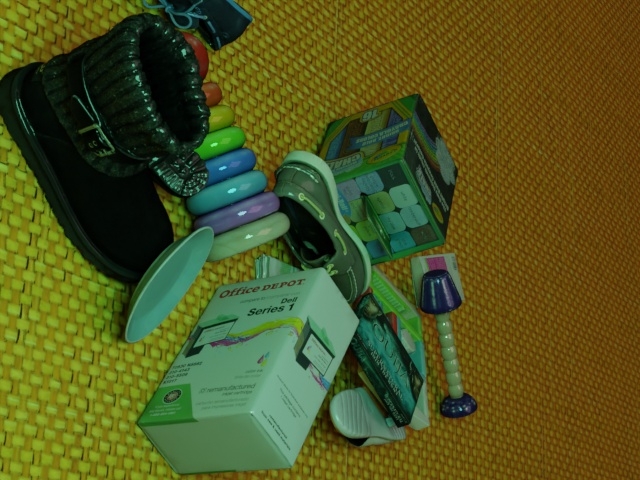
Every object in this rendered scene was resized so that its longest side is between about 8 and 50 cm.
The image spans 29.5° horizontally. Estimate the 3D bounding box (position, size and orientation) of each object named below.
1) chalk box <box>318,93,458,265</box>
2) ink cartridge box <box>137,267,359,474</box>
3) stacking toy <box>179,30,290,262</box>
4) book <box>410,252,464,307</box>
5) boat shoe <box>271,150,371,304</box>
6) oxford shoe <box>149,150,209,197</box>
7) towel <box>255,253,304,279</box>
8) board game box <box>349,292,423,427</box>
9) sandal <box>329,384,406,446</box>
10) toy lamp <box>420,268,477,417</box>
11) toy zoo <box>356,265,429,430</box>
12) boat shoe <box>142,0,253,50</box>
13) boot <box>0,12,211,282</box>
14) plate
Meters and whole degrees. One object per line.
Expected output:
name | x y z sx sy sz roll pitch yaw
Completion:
chalk box | 0.102 -0.080 2.013 0.180 0.179 0.289 60 27 -27
ink cartridge box | -0.093 0.179 1.683 0.117 0.201 0.278 58 40 -28
stacking toy | -0.164 -0.142 1.757 0.141 0.141 0.330 -26 95 -55
book | 0.225 0.074 2.323 0.144 0.035 0.096 -3 80 -56
boat shoe | -0.004 0.000 1.906 0.091 0.109 0.305 -61 143 -36
oxford shoe | -0.249 -0.148 1.669 0.083 0.096 0.227 -36 95 -18
towel | -0.054 0.093 1.928 0.152 0.023 0.113 25 63 -52
board game box | 0.104 0.191 1.959 0.186 0.026 0.126 59 27 -18
sandal | 0.057 0.286 1.981 0.265 0.076 0.102 17 53 -61
toy lamp | 0.234 0.187 2.231 0.080 0.080 0.275 -37 120 -53
toy zoo | 0.122 0.191 2.073 0.192 0.030 0.293 47 29 -37
boat shoe | -0.184 -0.340 1.766 0.109 0.089 0.258 45 8 34
boot | -0.226 -0.101 1.519 0.348 0.260 0.131 58 40 -28
plate | -0.207 0.054 1.620 0.024 0.188 0.188 35 37 11
